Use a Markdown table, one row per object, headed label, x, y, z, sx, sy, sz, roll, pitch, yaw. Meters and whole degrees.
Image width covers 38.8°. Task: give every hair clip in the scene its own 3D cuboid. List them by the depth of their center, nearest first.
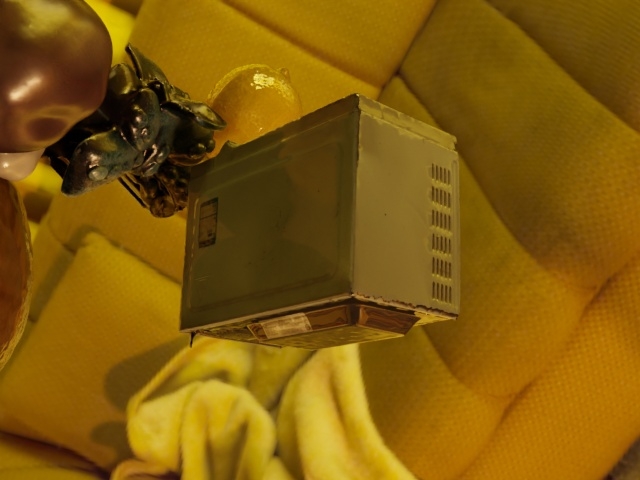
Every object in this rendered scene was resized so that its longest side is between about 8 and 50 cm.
| label | x | y | z | sx | sy | sz | roll | pitch | yaw |
| --- | --- | --- | --- | --- | --- | --- | --- | --- | --- |
| hair clip | -0.269 | -0.156 | 1.331 | 0.206 | 0.310 | 0.194 | -48 | 71 | 10 |

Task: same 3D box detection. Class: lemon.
| label | x | y | z | sx | sy | sz | roll | pitch | yaw |
| --- | --- | --- | --- | --- | --- | --- | --- | --- | --- |
| lemon | -0.127 | -0.225 | 1.680 | 0.244 | 0.187 | 0.187 | -55 | 16 | -22 |

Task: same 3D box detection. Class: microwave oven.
| label | x | y | z | sx | sy | sz | roll | pitch | yaw |
| --- | --- | --- | --- | --- | --- | --- | --- | --- | --- |
| microwave oven | 0.000 | 0.000 | 1.228 | 0.355 | 0.218 | 0.286 | -17 | 66 | 45 |

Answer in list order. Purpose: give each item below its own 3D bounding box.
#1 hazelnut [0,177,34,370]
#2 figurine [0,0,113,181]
| label | x | y | z | sx | sy | sz | roll | pitch | yaw |
| --- | --- | --- | --- | --- | --- | --- | --- | --- | --- |
| hazelnut | -0.586 | 0.058 | 1.224 | 0.420 | 0.352 | 0.421 | -5 | 83 | 40 |
| figurine | -0.390 | -0.253 | 0.981 | 0.206 | 0.365 | 0.218 | -48 | 20 | -15 |
